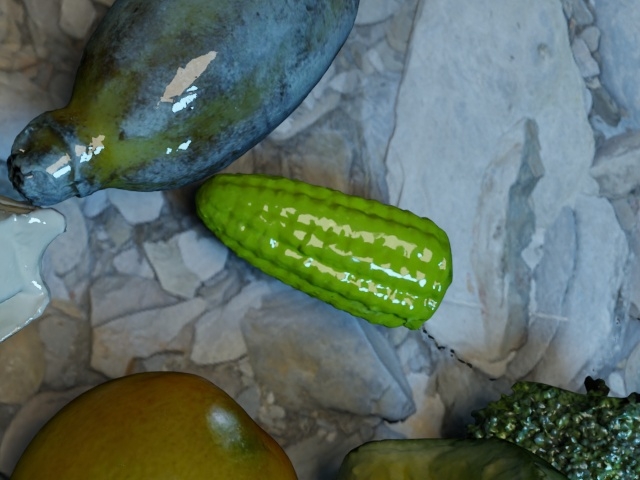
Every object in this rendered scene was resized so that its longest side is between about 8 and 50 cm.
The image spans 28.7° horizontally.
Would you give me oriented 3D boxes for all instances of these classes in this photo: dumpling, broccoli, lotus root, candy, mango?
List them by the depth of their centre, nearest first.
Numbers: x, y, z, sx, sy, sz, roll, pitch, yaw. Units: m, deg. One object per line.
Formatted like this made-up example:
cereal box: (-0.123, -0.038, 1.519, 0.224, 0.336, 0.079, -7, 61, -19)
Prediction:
dumpling: (-0.265, 0.024, 0.823, 0.199, 0.118, 0.136, -6, 109, -16)
mango: (-0.122, 0.245, 0.835, 0.211, 0.173, 0.317, 18, 82, -24)
lotus root: (-0.083, -0.123, 0.888, 0.140, 0.158, 0.322, 30, 56, 11)
candy: (0.000, 0.000, 0.972, 0.209, 0.096, 0.097, 21, 74, -17)
broccoli: (0.233, 0.213, 1.017, 0.226, 0.176, 0.198, 1, 101, -36)

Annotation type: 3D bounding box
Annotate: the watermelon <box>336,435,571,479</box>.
watermelon: (0.128, 0.290, 0.853, 0.189, 0.331, 0.331, -4, 85, -16)
